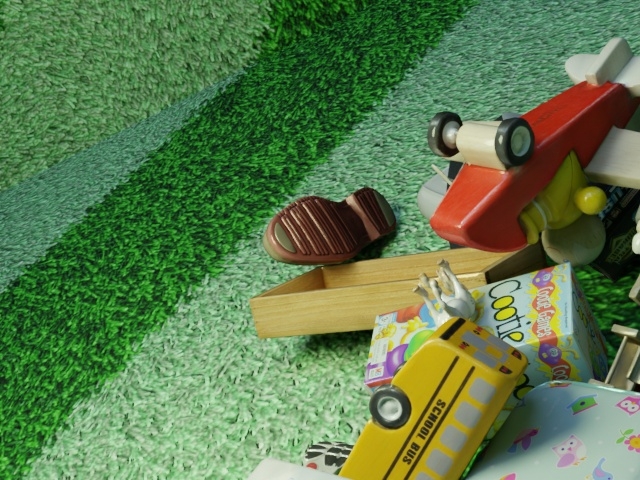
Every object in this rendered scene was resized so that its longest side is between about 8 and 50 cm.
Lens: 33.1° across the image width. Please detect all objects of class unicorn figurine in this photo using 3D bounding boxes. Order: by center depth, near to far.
[{"bbox_3d":[0.155,0.092,1.314,0.060,0.111,0.162,-27,11,43],"label":"unicorn figurine"}]

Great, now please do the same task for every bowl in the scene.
[{"bbox_3d":[0.243,-0.091,1.901,0.142,0.053,0.142,-36,27,-10],"label":"bowl"}]

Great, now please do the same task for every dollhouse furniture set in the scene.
[{"bbox_3d":[0.438,0.131,1.282,0.129,0.129,0.184,14,74,53],"label":"dollhouse furniture set"}]

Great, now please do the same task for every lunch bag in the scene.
[{"bbox_3d":[0.273,0.284,1.162,0.224,0.108,0.279,5,42,46],"label":"lunch bag"}]

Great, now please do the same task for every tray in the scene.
[{"bbox_3d":[0.116,0.077,1.637,0.410,0.076,0.203,-7,9,35],"label":"tray"}]

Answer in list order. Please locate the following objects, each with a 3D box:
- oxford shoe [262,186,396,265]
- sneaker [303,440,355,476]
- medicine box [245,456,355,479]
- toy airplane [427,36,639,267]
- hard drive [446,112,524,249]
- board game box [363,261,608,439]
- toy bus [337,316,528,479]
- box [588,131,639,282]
[{"bbox_3d":[0.000,0.000,1.833,0.130,0.123,0.348,-35,-13,32],"label":"oxford shoe"},{"bbox_3d":[0.003,0.321,1.414,0.068,0.071,0.170,6,25,23],"label":"sneaker"},{"bbox_3d":[-0.020,0.407,1.029,0.149,0.289,0.263,3,41,47],"label":"medicine box"},{"bbox_3d":[0.339,-0.100,1.459,0.384,0.273,0.386,-12,23,10],"label":"toy airplane"},{"bbox_3d":[0.271,-0.083,1.735,0.172,0.054,0.255,-38,34,40],"label":"hard drive"},{"bbox_3d":[0.216,0.157,1.393,0.275,0.144,0.142,-18,30,23],"label":"board game box"},{"bbox_3d":[0.101,0.249,1.247,0.333,0.130,0.108,-64,-14,20],"label":"toy bus"},{"bbox_3d":[0.442,-0.119,1.622,0.295,0.073,0.293,-53,28,7],"label":"box"}]
